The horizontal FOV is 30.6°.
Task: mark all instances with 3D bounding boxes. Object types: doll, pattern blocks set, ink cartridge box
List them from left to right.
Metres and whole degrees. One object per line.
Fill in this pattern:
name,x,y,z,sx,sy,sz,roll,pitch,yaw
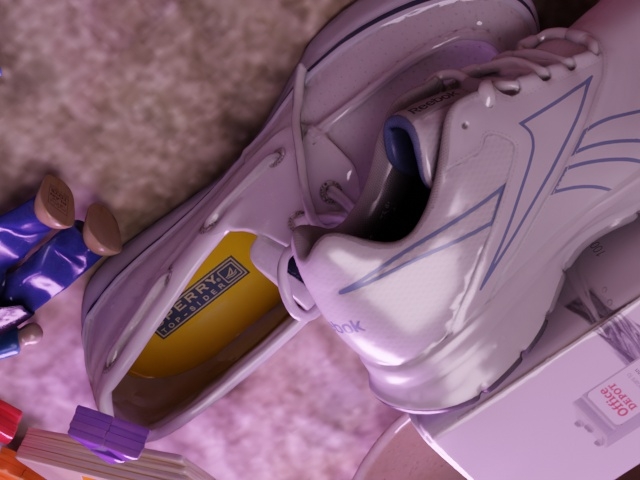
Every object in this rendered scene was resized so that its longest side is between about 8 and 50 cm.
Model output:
doll,-0.219,0.033,0.737,0.189,0.046,0.129,-37,132,20
pattern blocks set,-0.103,0.172,0.769,0.285,0.026,0.325,11,153,21
ink cartridge box,0.180,0.007,0.708,0.283,0.207,0.117,-36,121,13

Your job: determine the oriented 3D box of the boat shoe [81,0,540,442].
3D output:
boat shoe,-0.007,-0.004,0.691,0.367,0.156,0.136,-39,122,14

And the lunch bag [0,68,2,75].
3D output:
lunch bag,-0.225,-0.097,0.639,0.098,0.065,0.067,-1,123,-11

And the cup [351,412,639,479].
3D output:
cup,0.201,0.267,0.851,0.237,0.331,0.331,7,124,-45

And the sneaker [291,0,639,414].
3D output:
sneaker,0.108,-0.050,0.616,0.297,0.111,0.129,-50,120,-12
